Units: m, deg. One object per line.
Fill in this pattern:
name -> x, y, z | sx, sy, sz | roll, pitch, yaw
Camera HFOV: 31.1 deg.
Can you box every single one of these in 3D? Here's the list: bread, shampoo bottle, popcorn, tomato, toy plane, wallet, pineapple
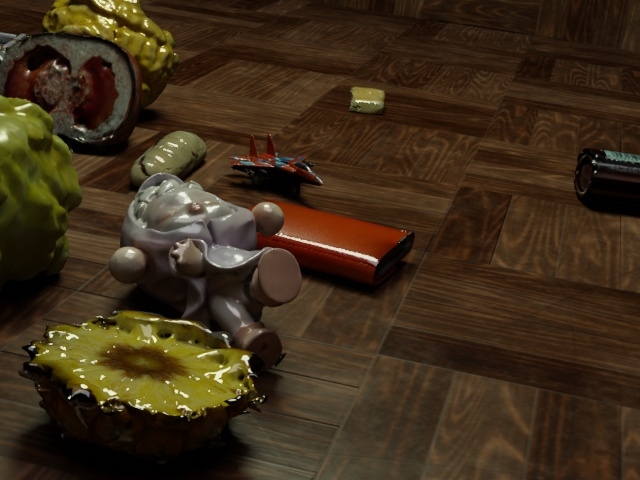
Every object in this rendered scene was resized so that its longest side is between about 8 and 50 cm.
bread -> 0.091, -0.268, 2.206 | 0.070, 0.035, 0.083 | 6, 26, -2
shampoo bottle -> 0.567, -0.083, 1.788 | 0.323, 0.084, 0.129 | 8, 9, -1
popcorn -> -0.382, -0.051, 1.205 | 0.241, 0.235, 0.250 | 59, 25, 12
tomato -> -0.376, -0.228, 1.787 | 0.214, 0.180, 0.155 | 16, 3, 3
toy plane -> -0.052, -0.099, 1.656 | 0.130, 0.061, 0.189 | -6, 28, -34
bread -> -0.221, -0.123, 1.674 | 0.073, 0.053, 0.214 | 7, 20, 12
popcorn -> -0.370, -0.329, 1.947 | 0.250, 0.250, 0.190 | 18, 50, 27
wallet -> 0.000, 0.000, 1.420 | 0.204, 0.045, 0.142 | 14, 23, 20
pineapple -> -0.150, 0.126, 0.975 | 0.225, 0.076, 0.225 | 9, 19, -3

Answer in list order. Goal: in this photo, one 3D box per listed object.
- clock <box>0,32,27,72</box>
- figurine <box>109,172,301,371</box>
clock -> -0.649, -0.326, 2.044 | 0.253, 0.083, 0.186 | 6, 20, -1
figurine -> -0.115, 0.027, 1.186 | 0.200, 0.133, 0.276 | -20, 34, -27
